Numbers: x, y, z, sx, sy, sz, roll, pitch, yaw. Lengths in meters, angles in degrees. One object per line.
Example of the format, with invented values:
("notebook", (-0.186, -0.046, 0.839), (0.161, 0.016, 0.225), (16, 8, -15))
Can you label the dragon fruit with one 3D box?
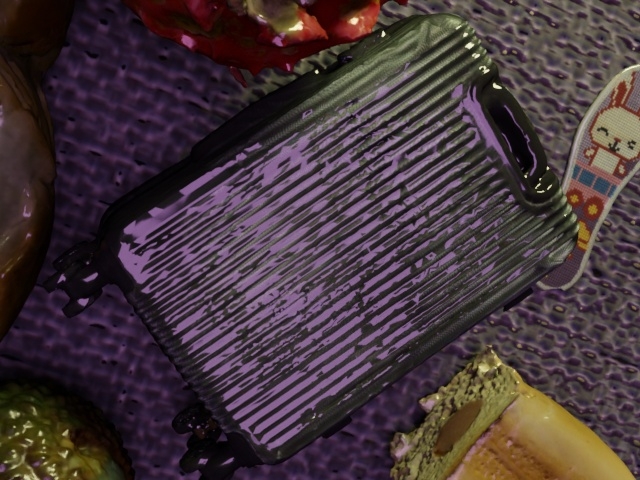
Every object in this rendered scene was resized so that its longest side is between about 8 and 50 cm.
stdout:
("dragon fruit", (-0.038, -0.189, 0.455), (0.205, 0.268, 0.210), (20, 120, -23))

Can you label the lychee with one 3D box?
("lychee", (-0.203, 0.170, 0.528), (0.171, 0.171, 0.171), (-2, 99, -12))

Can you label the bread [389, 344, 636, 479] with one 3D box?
("bread", (0.150, 0.183, 0.640), (0.173, 0.085, 0.134), (45, 84, -14))

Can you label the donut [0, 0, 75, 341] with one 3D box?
("donut", (-0.234, -0.066, 0.397), (0.170, 0.360, 0.360), (15, 95, 1))

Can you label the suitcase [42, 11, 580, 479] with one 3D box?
("suitcase", (0.000, 0.000, 0.555), (0.312, 0.128, 0.202), (-34, 104, -5))

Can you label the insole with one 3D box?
("insole", (0.217, -0.049, 0.661), (0.065, 0.004, 0.197), (26, 92, -15))
